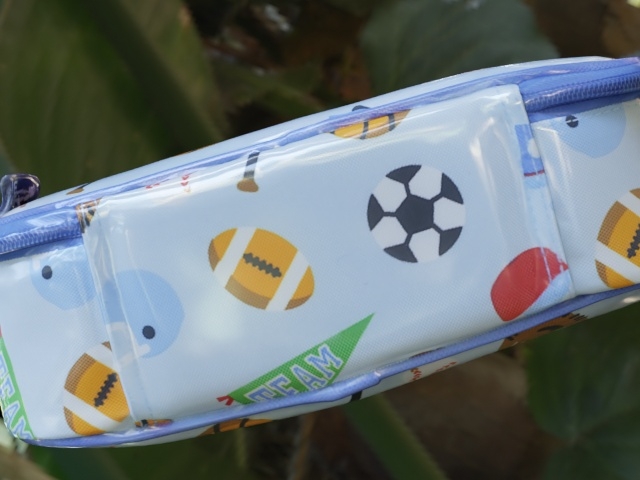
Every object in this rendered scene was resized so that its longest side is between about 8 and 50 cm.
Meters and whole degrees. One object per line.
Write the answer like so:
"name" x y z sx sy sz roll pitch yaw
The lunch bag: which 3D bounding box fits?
"lunch bag" 0.000 0.000 0.735 0.243 0.303 0.115 -49 -53 -84
